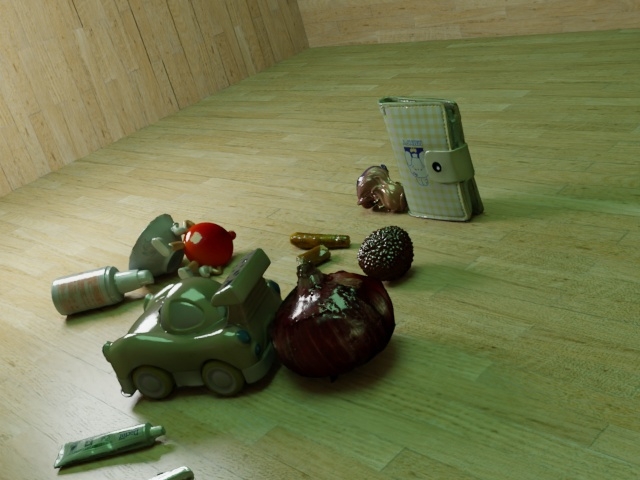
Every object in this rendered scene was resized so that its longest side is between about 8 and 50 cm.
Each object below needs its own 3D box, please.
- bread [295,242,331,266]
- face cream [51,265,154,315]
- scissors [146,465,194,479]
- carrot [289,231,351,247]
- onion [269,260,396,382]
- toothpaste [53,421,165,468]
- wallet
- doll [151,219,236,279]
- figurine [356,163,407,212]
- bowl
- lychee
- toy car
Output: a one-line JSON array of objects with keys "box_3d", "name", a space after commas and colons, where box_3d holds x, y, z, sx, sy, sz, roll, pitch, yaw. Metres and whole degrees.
[{"box_3d": [-0.017, 0.042, 1.985, 0.083, 0.036, 0.047, -27, 41, -22], "name": "bread"}, {"box_3d": [-0.546, 0.117, 2.090, 0.251, 0.101, 0.101, -14, 24, 8], "name": "face cream"}, {"box_3d": [-0.322, 0.430, 1.349, 0.242, 0.031, 0.118, -21, 25, -5], "name": "scissors"}, {"box_3d": [0.000, 0.000, 2.062, 0.170, 0.042, 0.042, 1, 29, 30], "name": "carrot"}, {"box_3d": [0.017, 0.136, 1.536, 0.252, 0.219, 0.252, -20, 16, 6], "name": "onion"}, {"box_3d": [-0.386, 0.372, 1.514, 0.218, 0.041, 0.064, -16, 29, 11], "name": "toothpaste"}, {"box_3d": [0.263, -0.195, 1.977, 0.077, 0.310, 0.223, -37, 32, -31], "name": "wallet"}, {"box_3d": [-0.309, 0.017, 2.113, 0.217, 0.183, 0.085, -35, -9, -45], "name": "doll"}, {"box_3d": [0.157, -0.128, 2.149, 0.126, 0.114, 0.157, -59, 34, 9], "name": "figurine"}, {"box_3d": [-0.409, 0.032, 2.152, 0.086, 0.189, 0.189, 29, 40, 13], "name": "bowl"}, {"box_3d": [0.146, 0.027, 1.809, 0.123, 0.129, 0.123, 21, 16, -6], "name": "lychee"}, {"box_3d": [-0.252, 0.162, 1.645, 0.335, 0.226, 0.242, -5, 27, 21], "name": "toy car"}]
